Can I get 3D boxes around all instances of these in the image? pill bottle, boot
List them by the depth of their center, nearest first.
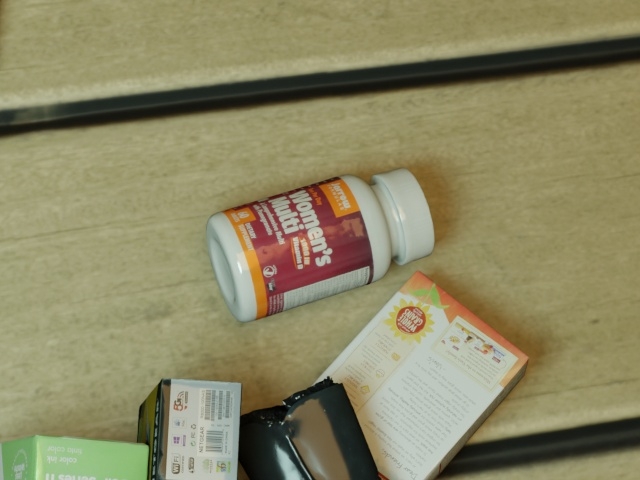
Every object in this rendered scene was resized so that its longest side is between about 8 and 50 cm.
[{"bbox_3d":[-0.041,0.274,1.803,0.246,0.094,0.207,-32,82,8],"label":"boot"},{"bbox_3d":[0.000,0.000,1.907,0.221,0.121,0.121,-18,82,-14],"label":"pill bottle"}]

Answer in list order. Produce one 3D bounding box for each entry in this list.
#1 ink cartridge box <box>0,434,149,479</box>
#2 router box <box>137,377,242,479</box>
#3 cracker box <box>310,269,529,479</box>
[{"bbox_3d":[-0.263,0.372,1.725,0.119,0.207,0.353,8,76,-26],"label":"ink cartridge box"},{"bbox_3d":[-0.137,0.300,1.755,0.081,0.243,0.308,4,77,-10],"label":"router box"},{"bbox_3d":[0.086,0.168,1.899,0.156,0.067,0.232,39,73,16],"label":"cracker box"}]
